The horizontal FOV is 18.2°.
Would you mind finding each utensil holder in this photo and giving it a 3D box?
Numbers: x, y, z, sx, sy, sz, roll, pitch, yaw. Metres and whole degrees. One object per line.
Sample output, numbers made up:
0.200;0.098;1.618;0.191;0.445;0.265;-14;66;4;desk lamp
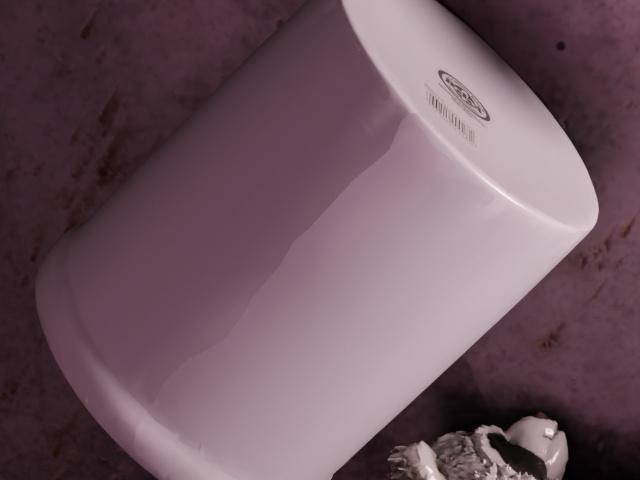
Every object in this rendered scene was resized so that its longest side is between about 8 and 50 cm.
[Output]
0.000;0.000;1.722;0.327;0.327;0.385;45;111;-2;utensil holder

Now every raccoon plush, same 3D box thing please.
0.161;0.363;1.768;0.299;0.446;0.216;17;145;12;raccoon plush
